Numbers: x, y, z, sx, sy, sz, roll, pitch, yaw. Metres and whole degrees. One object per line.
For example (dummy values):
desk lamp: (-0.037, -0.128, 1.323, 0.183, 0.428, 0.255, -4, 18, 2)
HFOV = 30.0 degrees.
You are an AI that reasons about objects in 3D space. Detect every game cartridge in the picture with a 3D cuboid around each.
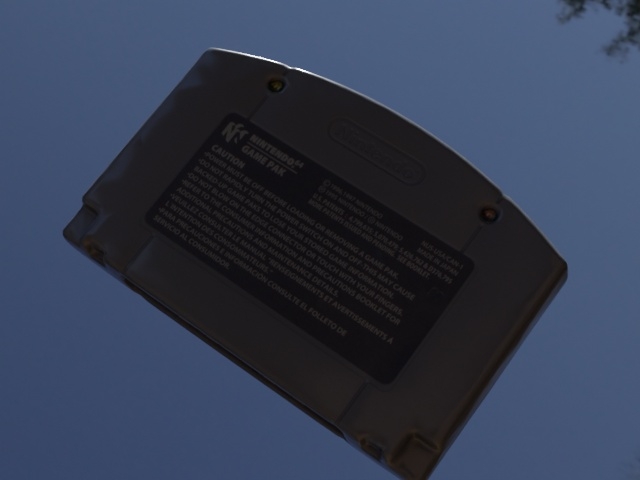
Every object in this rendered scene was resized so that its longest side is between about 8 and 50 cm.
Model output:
game cartridge: (0.000, 0.000, 0.782, 0.196, 0.294, 0.060, -53, -19, -10)
